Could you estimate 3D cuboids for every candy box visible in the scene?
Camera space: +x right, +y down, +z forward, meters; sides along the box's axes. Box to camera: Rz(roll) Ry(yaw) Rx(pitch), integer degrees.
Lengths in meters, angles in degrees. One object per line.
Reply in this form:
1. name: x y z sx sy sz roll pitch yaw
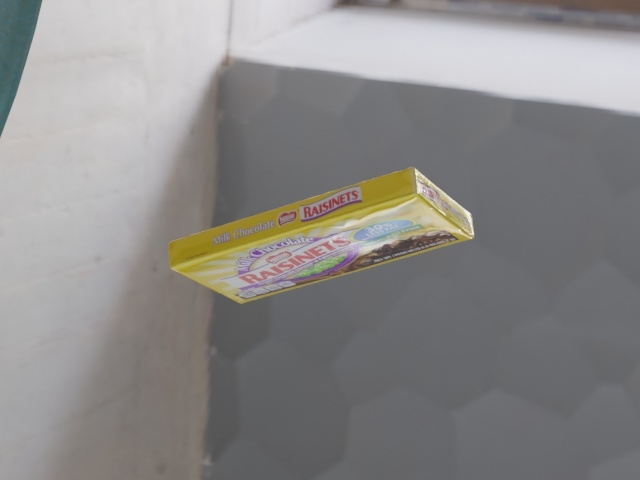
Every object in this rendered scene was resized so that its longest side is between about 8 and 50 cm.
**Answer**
1. candy box: 0.000 0.000 1.059 0.105 0.206 0.027 35 45 -54

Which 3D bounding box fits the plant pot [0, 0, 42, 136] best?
1. plant pot: -0.184 -0.122 0.546 0.165 0.166 0.234 20 116 -22
